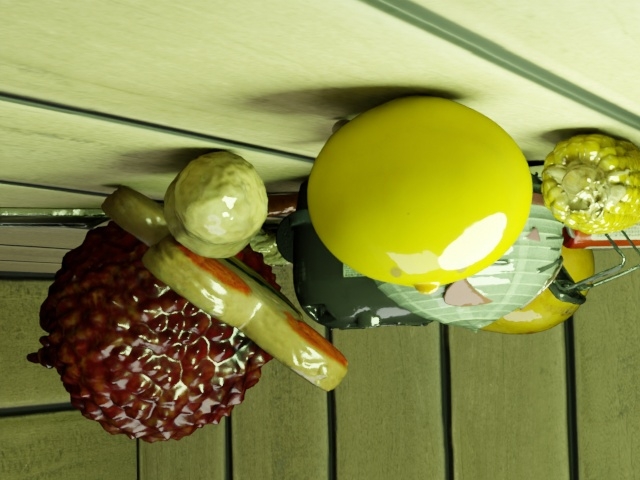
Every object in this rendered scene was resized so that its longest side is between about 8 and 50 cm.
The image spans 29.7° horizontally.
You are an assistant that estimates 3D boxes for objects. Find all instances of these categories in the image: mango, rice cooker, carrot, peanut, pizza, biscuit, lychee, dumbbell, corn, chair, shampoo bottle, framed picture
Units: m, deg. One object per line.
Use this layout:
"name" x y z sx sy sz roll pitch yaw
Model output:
"mango" 0.296 0.040 2.181 0.300 0.232 0.446 -6 -172 -25
"rice cooker" 0.079 0.019 1.769 0.267 0.224 0.267 -1 174 0
"carrot" -0.110 -0.048 1.957 0.257 0.061 0.061 -5 175 12
"peanut" -0.131 -0.045 1.503 0.129 0.129 0.224 -1 169 -8
"pizza" -0.100 0.009 2.511 0.223 0.089 0.323 3 -179 41
"biscuit" -0.139 0.049 1.743 0.368 0.076 0.394 37 -178 -19
"lychee" -0.309 0.161 2.188 0.500 0.424 0.424 -22 171 14
"dumbbell" 0.000 0.000 2.329 0.100 0.100 0.191 -4 176 29
"corn" 0.347 -0.064 1.458 0.119 0.119 0.322 -4 176 28
"chair" 0.335 0.038 1.780 0.221 0.145 0.140 -38 163 19
"shampoo bottle" 0.524 -0.040 1.925 0.278 0.104 0.104 0 176 -7
"framed picture" -0.531 -0.041 2.170 0.289 0.016 0.213 0 175 -21

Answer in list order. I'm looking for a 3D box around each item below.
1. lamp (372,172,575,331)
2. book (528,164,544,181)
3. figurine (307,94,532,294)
"lamp" 0.183 0.001 1.542 0.265 0.233 0.233 -5 178 -26
"book" 0.345 -0.091 1.741 0.158 0.026 0.231 -4 177 -6
"figurine" 0.086 -0.047 1.240 0.215 0.187 0.344 -10 -177 -6
